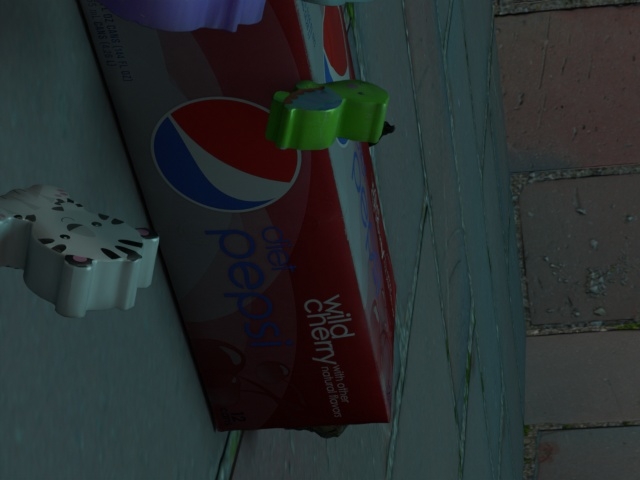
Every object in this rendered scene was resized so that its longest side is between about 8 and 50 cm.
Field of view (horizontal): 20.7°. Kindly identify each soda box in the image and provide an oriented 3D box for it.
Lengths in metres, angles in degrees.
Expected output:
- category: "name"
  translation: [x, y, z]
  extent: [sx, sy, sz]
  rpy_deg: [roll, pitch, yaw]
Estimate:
- category: "soda box"
  translation: [-0.026, -0.035, 0.742]
  extent: [0.092, 0.083, 0.263]
  rpy_deg: [-84, 166, -45]

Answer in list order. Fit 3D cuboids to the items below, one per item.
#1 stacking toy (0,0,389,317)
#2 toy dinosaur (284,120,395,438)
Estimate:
- category: "stacking toy"
  translation: [-0.017, -0.085, 0.544]
  extent: [0.221, 0.052, 0.167]
  rpy_deg: [-27, 137, -54]
- category: "toy dinosaur"
  translation: [0.000, 0.000, 0.953]
  extent: [0.268, 0.064, 0.118]
  rpy_deg: [-78, 175, -63]
